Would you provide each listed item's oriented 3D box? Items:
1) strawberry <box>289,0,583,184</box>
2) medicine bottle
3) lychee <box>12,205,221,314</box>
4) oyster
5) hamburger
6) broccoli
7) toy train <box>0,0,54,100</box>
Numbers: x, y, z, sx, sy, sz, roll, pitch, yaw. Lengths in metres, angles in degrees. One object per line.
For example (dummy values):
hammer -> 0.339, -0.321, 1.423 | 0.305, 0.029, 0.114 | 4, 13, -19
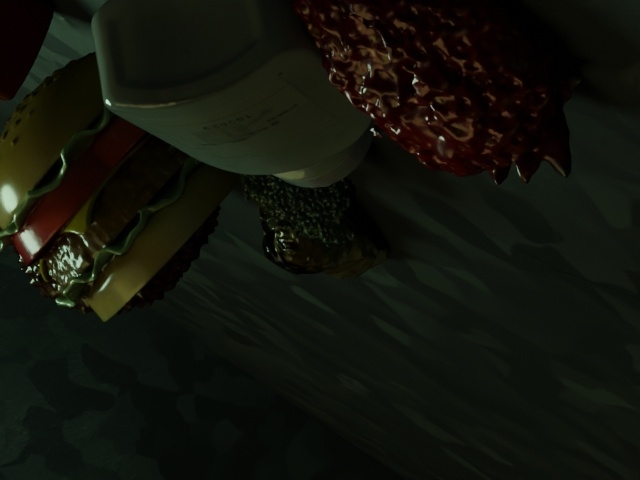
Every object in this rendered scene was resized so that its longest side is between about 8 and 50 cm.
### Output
strawberry -> 0.066, -0.124, 1.125 | 0.174, 0.098, 0.228 | 17, 161, 50
medicine bottle -> -0.048, -0.120, 1.278 | 0.161, 0.111, 0.296 | -15, 165, 17
lychee -> -0.230, -0.043, 1.922 | 0.271, 0.271, 0.271 | 30, 168, 7
oyster -> -0.013, -0.007, 1.827 | 0.161, 0.107, 0.233 | 21, 169, 10
hamburger -> -0.214, -0.072, 1.670 | 0.212, 0.274, 0.274 | 43, 167, -5
broccoli -> -0.021, -0.063, 1.621 | 0.122, 0.118, 0.204 | 12, -176, -7
toy train -> -0.435, -0.258, 1.728 | 0.369, 0.163, 0.231 | 22, 173, 39
